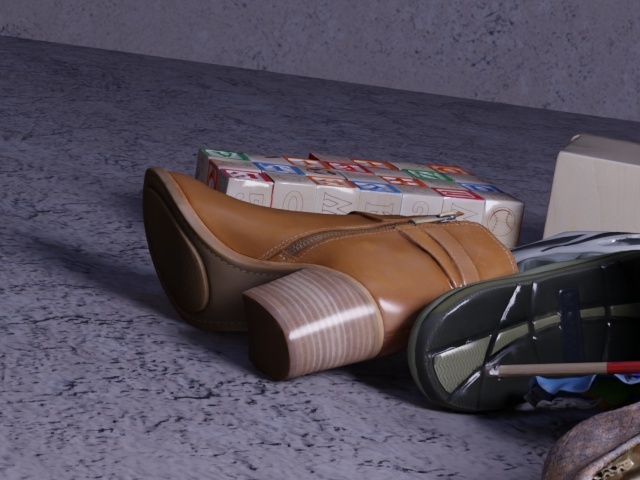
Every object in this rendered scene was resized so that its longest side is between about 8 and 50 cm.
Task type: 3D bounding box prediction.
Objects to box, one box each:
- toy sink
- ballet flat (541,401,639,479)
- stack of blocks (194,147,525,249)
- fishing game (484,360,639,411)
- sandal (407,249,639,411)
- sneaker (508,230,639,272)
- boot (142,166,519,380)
[{"bbox_3d":[0.291,-0.018,1.645,0.131,0.153,0.234,12,13,15],"label":"toy sink"},{"bbox_3d":[0.267,0.107,0.924,0.316,0.108,0.106,-30,7,17],"label":"ballet flat"},{"bbox_3d":[0.026,-0.026,1.642,0.297,0.087,0.171,5,13,-19],"label":"stack of blocks"},{"bbox_3d":[0.233,0.114,1.162,0.189,0.041,0.264,-4,-13,37],"label":"fishing game"},{"bbox_3d":[0.183,0.066,1.289,0.302,0.120,0.086,0,1,-33],"label":"sandal"},{"bbox_3d":[0.277,0.040,1.436,0.330,0.123,0.146,6,14,-17],"label":"sneaker"},{"bbox_3d":[0.000,0.000,1.334,0.220,0.109,0.283,-18,30,-29],"label":"boot"}]
